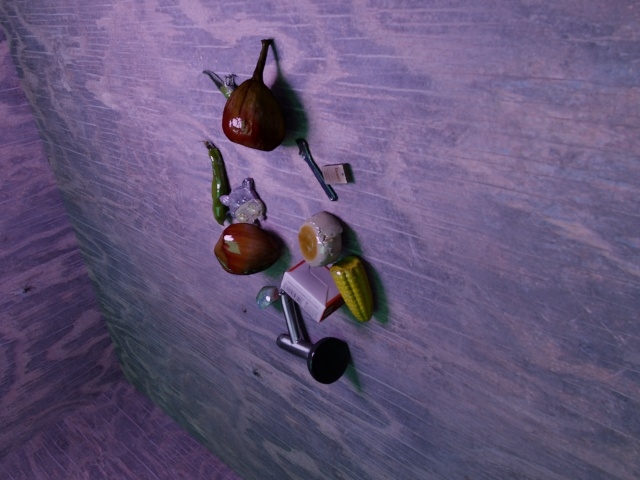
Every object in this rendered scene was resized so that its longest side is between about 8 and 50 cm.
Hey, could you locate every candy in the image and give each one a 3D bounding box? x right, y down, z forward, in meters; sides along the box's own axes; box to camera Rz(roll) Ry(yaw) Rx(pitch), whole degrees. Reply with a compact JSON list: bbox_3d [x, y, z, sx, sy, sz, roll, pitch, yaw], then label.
[{"bbox_3d":[0.105,0.149,1.467,0.199,0.094,0.106,66,175,-16],"label":"candy"}]

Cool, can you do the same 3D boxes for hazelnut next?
[{"bbox_3d":[-0.246,0.036,1.683,0.181,0.181,0.212,45,158,11],"label":"hazelnut"}]

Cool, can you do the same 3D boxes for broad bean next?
[{"bbox_3d":[-0.366,-0.198,1.764,0.098,0.056,0.318,14,118,48],"label":"broad bean"}]

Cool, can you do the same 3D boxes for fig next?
[{"bbox_3d":[-0.190,-0.390,1.388,0.190,0.190,0.290,-6,93,48],"label":"fig"}]

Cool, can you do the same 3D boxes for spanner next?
[{"bbox_3d":[-0.013,-0.202,1.426,0.046,0.012,0.208,-32,90,49],"label":"spanner"}]

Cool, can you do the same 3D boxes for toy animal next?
[{"bbox_3d":[-0.295,-0.483,1.519,0.217,0.041,0.075,47,141,20],"label":"toy animal"}]

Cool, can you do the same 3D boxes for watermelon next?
[{"bbox_3d":[-0.190,0.215,1.831,0.072,0.092,0.084,27,158,-23],"label":"watermelon"}]

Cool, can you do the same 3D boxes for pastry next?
[{"bbox_3d":[0.000,0.000,1.465,0.166,0.088,0.166,23,118,52],"label":"pastry"}]

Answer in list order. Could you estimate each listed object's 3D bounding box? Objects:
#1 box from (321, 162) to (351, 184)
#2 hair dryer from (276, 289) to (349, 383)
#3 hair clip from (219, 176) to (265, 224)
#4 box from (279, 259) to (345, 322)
[{"bbox_3d":[0.043,-0.183,1.371,0.083,0.024,0.053,4,117,43],"label":"box"},{"bbox_3d":[-0.080,0.317,1.724,0.320,0.155,0.284,17,136,49],"label":"hair dryer"},{"bbox_3d":[-0.262,-0.116,1.707,0.187,0.056,0.146,-27,101,48],"label":"hair clip"},{"bbox_3d":[-0.018,0.150,1.562,0.182,0.133,0.099,39,136,19],"label":"box"}]
